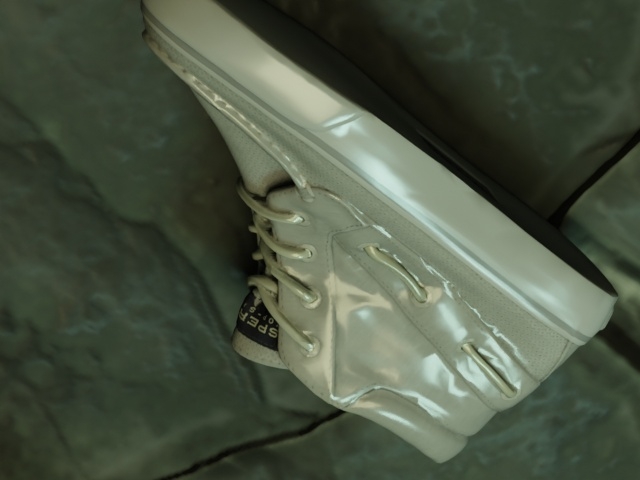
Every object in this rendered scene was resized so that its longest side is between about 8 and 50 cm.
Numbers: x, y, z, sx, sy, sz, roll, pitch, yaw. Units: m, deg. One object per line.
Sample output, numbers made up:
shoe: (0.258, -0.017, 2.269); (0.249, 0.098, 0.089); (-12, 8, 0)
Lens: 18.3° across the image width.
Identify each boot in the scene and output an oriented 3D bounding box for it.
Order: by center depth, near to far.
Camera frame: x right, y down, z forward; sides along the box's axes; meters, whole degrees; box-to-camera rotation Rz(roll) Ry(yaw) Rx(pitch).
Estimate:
boot: (0.000, 0.000, 0.821); (0.258, 0.095, 0.123); (37, 102, -25)
